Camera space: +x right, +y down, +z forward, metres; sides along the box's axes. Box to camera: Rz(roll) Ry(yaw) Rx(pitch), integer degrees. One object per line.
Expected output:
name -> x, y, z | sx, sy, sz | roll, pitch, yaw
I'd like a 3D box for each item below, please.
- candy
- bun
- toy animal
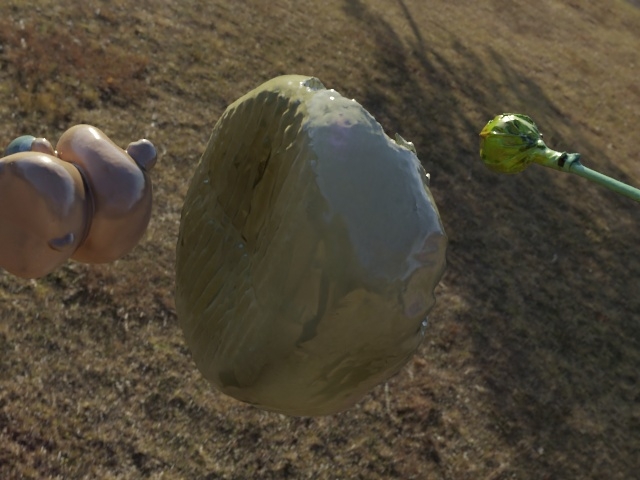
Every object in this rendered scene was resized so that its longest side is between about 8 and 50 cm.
candy -> 0.224, -0.065, 0.633 | 0.194, 0.062, 0.058 | 34, -11, 42
bun -> 0.000, 0.000, 0.405 | 0.128, 0.193, 0.178 | 5, 38, -30
toy animal -> -0.359, -0.054, 1.000 | 0.229, 0.210, 0.221 | 22, 23, -15
